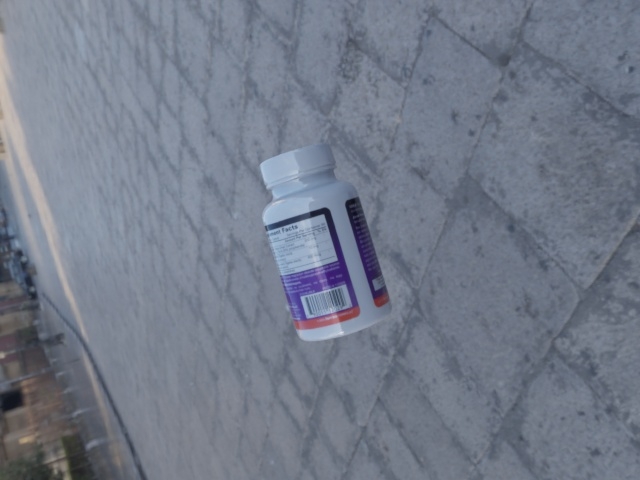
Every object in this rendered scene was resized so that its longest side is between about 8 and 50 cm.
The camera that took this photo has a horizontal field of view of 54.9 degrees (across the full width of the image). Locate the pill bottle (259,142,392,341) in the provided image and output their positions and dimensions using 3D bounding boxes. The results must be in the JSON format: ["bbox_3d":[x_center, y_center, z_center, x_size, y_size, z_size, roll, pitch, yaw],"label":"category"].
[{"bbox_3d":[0.000,0.000,0.661,0.108,0.108,0.194,-12,95,64],"label":"pill bottle"}]
